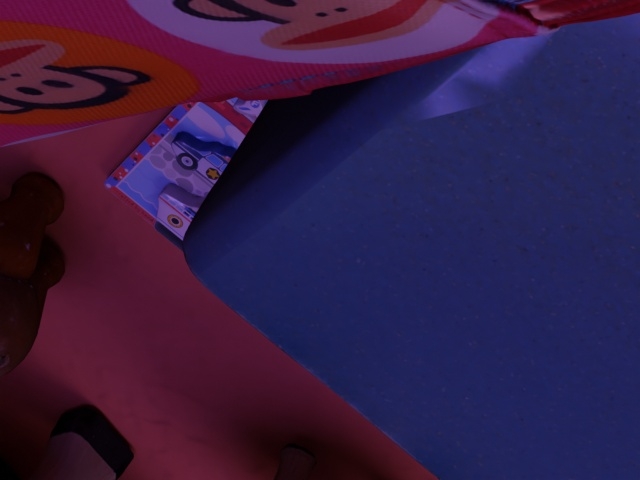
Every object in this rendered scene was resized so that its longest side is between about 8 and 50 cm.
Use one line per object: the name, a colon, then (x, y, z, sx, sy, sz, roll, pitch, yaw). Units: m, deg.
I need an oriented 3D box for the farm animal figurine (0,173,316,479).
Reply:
farm animal figurine: (-0.164, 0.140, 0.744, 0.327, 0.172, 0.330, 38, 137, -8)

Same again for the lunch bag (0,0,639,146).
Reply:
lunch bag: (-0.044, -0.157, 0.378, 0.293, 0.258, 0.120, -8, 167, 38)

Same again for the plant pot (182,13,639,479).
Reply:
plant pot: (0.124, -0.051, 0.428, 0.165, 0.165, 0.234, 41, 128, -11)

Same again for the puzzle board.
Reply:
puzzle board: (0.000, 0.000, 0.643, 0.128, 0.011, 0.096, 40, 136, -9)
